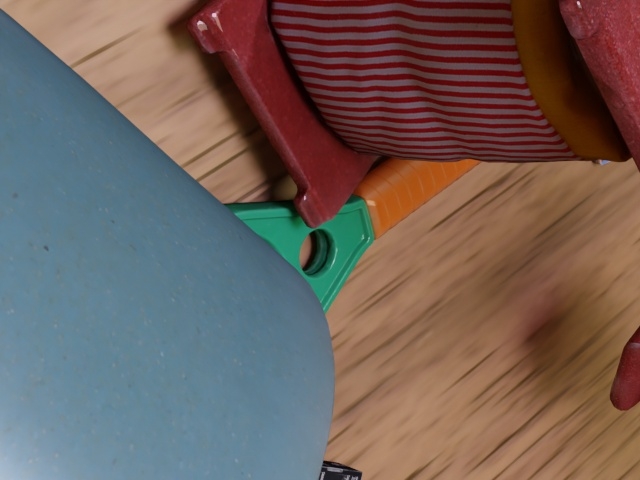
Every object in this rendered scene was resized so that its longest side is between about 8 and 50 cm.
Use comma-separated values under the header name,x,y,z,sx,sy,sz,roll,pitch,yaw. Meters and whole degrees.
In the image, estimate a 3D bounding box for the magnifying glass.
name,x,y,z,sx,sy,sz,roll,pitch,yaw
magnifying glass,0.000,0.000,0.803,0.231,0.026,0.092,-34,122,-33

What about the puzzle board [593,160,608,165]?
name,x,y,z,sx,sy,sz,roll,pitch,yaw
puzzle board,0.180,-0.115,0.964,0.096,0.011,0.128,-24,117,-40

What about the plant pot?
name,x,y,z,sx,sy,sz,roll,pitch,yaw
plant pot,-0.181,0.029,0.448,0.235,0.293,0.293,50,64,-26

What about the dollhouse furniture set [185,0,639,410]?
name,x,y,z,sx,sy,sz,roll,pitch,yaw
dollhouse furniture set,0.138,-0.002,0.776,0.152,0.201,0.374,-53,125,-31

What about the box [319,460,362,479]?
name,x,y,z,sx,sy,sz,roll,pitch,yaw
box,-0.017,0.144,0.822,0.067,0.018,0.083,14,90,-46
